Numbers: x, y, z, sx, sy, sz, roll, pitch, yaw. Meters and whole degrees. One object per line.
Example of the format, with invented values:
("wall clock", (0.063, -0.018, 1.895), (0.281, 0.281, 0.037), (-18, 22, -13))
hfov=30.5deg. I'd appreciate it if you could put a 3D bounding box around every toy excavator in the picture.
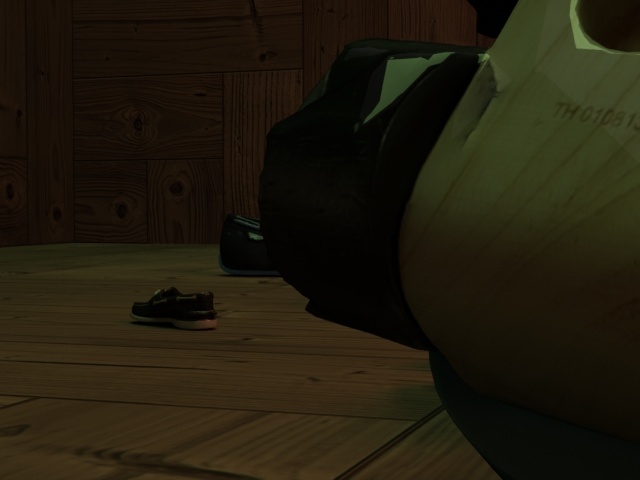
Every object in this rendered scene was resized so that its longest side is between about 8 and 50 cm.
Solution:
("toy excavator", (0.235, -0.025, 0.533), (0.222, 0.433, 0.445), (13, -27, 39))

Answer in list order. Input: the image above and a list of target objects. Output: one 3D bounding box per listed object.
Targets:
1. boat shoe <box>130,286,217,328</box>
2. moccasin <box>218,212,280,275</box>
("boat shoe", (-0.148, 0.065, 1.171), (0.046, 0.038, 0.125), (-2, 2, -39))
("moccasin", (0.000, 0.000, 1.944), (0.341, 0.117, 0.138), (0, 2, -1))
